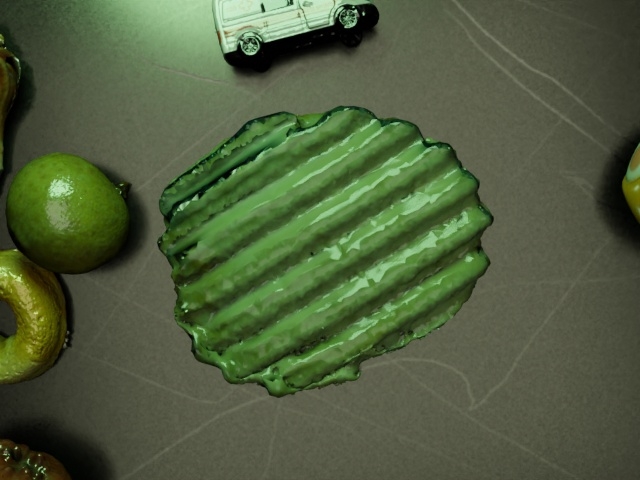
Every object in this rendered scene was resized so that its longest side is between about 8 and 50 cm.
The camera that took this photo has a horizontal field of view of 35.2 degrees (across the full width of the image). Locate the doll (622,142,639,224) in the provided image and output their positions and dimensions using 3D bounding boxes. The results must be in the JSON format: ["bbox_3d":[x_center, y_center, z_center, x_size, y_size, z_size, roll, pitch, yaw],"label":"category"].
[{"bbox_3d":[0.484,-0.073,1.196,0.213,0.236,0.213,0,94,-2],"label":"doll"}]

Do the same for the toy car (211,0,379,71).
[{"bbox_3d":[-0.034,-0.292,1.291,0.210,0.089,0.108,-14,84,5],"label":"toy car"}]

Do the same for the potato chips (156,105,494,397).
[{"bbox_3d":[0.000,0.000,1.298,0.429,0.070,0.358,-30,91,2],"label":"potato chips"}]

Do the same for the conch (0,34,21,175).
[{"bbox_3d":[-0.441,-0.180,1.305,0.086,0.080,0.232,15,90,10],"label":"conch"}]

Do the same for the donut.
[{"bbox_3d":[-0.402,0.102,1.302,0.146,0.078,0.181,6,91,5],"label":"donut"}]

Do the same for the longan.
[{"bbox_3d":[-0.313,-0.038,1.278,0.145,0.176,0.154,-2,116,41],"label":"longan"}]

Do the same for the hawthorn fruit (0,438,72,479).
[{"bbox_3d":[-0.412,0.374,1.243,0.205,0.205,0.253,30,100,2],"label":"hawthorn fruit"}]
